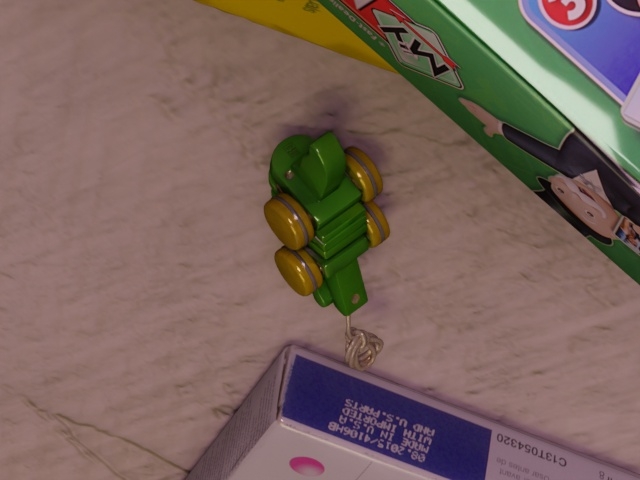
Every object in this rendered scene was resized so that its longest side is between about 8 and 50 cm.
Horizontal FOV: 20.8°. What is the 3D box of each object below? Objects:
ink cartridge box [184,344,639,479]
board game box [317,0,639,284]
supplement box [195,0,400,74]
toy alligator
[{"bbox_3d":[0.063,0.222,1.161,0.324,0.071,0.330,21,141,-12],"label":"ink cartridge box"},{"bbox_3d":[0.096,-0.176,0.393,0.213,0.317,0.046,41,166,-3],"label":"board game box"},{"bbox_3d":[0.078,-0.156,0.511,0.357,0.194,0.195,19,168,-9],"label":"supplement box"},{"bbox_3d":[0.000,0.000,0.906,0.051,0.056,0.189,43,159,32],"label":"toy alligator"}]
